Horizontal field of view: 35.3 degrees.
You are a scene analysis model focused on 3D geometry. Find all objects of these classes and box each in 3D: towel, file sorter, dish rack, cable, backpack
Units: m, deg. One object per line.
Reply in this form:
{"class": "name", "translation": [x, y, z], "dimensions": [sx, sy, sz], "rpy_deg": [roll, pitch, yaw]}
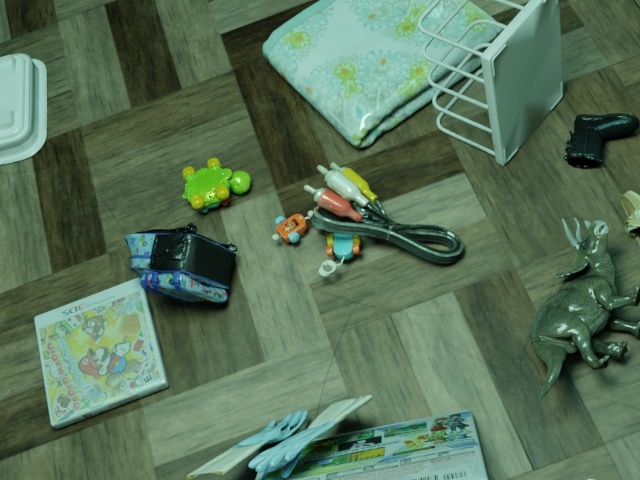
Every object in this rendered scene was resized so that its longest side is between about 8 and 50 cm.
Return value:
{"class": "towel", "translation": [0.118, -0.382, 1.958], "dimensions": [0.374, 0.090, 0.320], "rpy_deg": [-36, 56, -11]}
{"class": "file sorter", "translation": [0.295, -0.311, 1.756], "dimensions": [0.173, 0.277, 0.193], "rpy_deg": [30, 69, 30]}
{"class": "dish rack", "translation": [-0.742, -0.267, 2.104], "dimensions": [0.333, 0.072, 0.285], "rpy_deg": [-14, 56, 5]}
{"class": "cable", "translation": [0.101, -0.037, 1.706], "dimensions": [0.287, 0.072, 0.139], "rpy_deg": [27, 42, 18]}
{"class": "backpack", "translation": [-0.254, 0.042, 1.738], "dimensions": [0.173, 0.158, 0.117], "rpy_deg": [0, 75, 30]}

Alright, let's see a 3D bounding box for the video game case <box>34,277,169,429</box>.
{"class": "video game case", "translation": [-0.383, 0.191, 1.744], "dimensions": [0.206, 0.026, 0.227], "rpy_deg": [-21, 55, 0]}

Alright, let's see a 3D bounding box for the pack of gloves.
{"class": "pack of gloves", "translation": [-0.052, 0.307, 1.492], "dimensions": [0.195, 0.232, 0.046], "rpy_deg": [-20, 93, 40]}

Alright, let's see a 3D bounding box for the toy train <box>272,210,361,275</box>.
{"class": "toy train", "translation": [0.000, 0.000, 1.767], "dimensions": [0.125, 0.046, 0.166], "rpy_deg": [-38, 54, -11]}

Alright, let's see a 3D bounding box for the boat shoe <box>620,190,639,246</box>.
{"class": "boat shoe", "translation": [0.524, -0.024, 1.650], "dimensions": [0.045, 0.050, 0.135], "rpy_deg": [-19, 55, -6]}

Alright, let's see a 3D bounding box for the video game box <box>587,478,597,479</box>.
{"class": "video game box", "translation": [0.349, 0.439, 1.309], "dimensions": [0.048, 0.187, 0.205], "rpy_deg": [8, 60, 23]}

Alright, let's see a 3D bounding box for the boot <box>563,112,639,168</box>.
{"class": "boot", "translation": [0.489, -0.174, 1.759], "dimensions": [0.121, 0.045, 0.099], "rpy_deg": [5, 56, 25]}

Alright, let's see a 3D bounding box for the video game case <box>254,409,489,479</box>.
{"class": "video game case", "translation": [0.065, 0.327, 1.416], "dimensions": [0.329, 0.300, 0.036], "rpy_deg": [-12, 97, 6]}

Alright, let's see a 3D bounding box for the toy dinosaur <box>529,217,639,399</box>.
{"class": "toy dinosaur", "translation": [0.400, 0.125, 1.564], "dimensions": [0.160, 0.121, 0.313], "rpy_deg": [20, 68, 37]}

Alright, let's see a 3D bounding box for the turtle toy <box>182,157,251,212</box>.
{"class": "turtle toy", "translation": [-0.192, -0.099, 1.861], "dimensions": [0.130, 0.066, 0.095], "rpy_deg": [-19, 55, 0]}
